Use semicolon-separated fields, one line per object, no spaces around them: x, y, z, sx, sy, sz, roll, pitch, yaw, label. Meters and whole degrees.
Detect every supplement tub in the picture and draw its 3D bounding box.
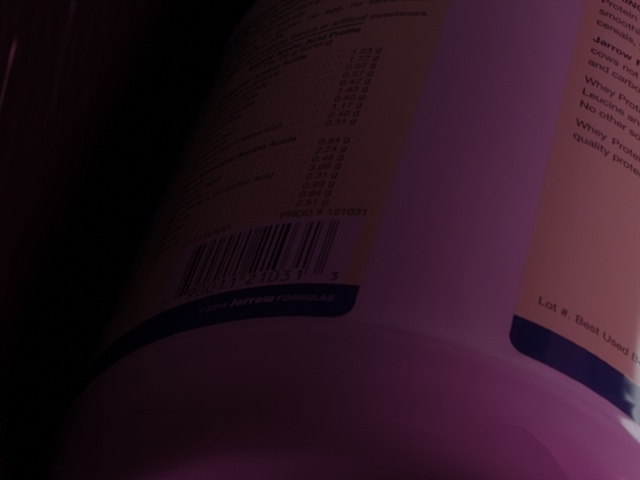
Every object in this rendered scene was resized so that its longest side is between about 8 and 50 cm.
0.048;0.022;0.700;0.325;0.235;0.235;-71;170;-45;supplement tub
